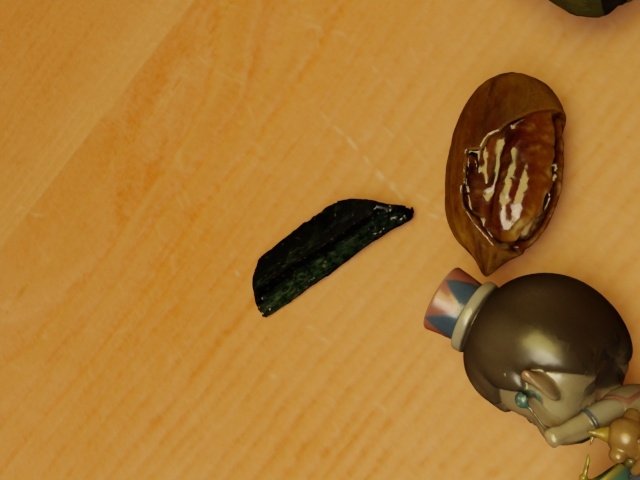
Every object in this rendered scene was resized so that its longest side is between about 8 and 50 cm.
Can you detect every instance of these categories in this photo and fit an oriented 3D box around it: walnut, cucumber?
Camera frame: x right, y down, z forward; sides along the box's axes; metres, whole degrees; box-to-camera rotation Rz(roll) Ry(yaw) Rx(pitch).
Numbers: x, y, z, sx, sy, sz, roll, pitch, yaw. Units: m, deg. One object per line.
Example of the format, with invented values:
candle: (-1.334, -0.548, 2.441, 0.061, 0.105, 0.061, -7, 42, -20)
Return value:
walnut: (0.179, -0.066, 0.770, 0.115, 0.115, 0.207, 10, 84, 29)
cucumber: (0.000, 0.000, 0.889, 0.220, 0.046, 0.070, -34, 58, 18)

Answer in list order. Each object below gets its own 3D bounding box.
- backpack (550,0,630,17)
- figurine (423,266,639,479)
backpack: (0.288, -0.349, 0.760, 0.253, 0.140, 0.207, -39, 64, 8)
figurine: (0.211, 0.128, 0.690, 0.158, 0.161, 0.275, -55, 54, 31)
